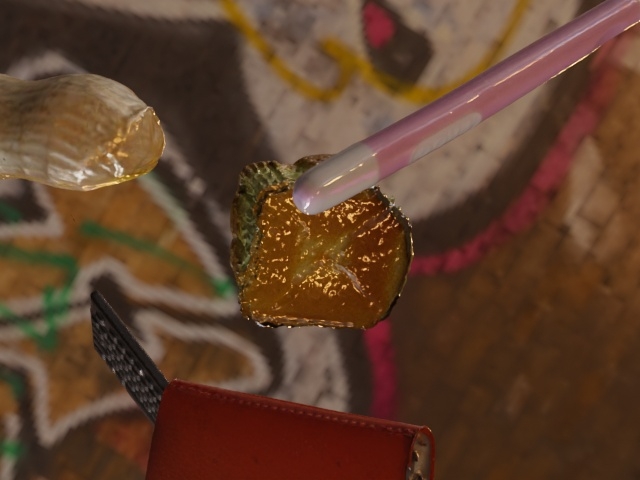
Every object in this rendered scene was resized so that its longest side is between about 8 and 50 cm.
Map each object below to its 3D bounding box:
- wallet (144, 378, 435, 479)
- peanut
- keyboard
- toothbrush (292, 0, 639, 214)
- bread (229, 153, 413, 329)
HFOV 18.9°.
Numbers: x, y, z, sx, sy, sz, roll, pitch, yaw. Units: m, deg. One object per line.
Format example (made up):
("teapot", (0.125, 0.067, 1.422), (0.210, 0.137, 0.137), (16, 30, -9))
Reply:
("wallet", (-0.021, 0.171, 1.204), (0.204, 0.045, 0.142), (7, -87, 36))
("peanut", (-0.207, -0.082, 1.409), (0.207, 0.087, 0.087), (6, -122, 31))
("keyboard", (-0.132, 0.119, 1.547), (0.041, 0.381, 0.103), (-25, 154, -19))
("toothbrush", (0.106, -0.081, 0.749), (0.286, 0.025, 0.020), (-31, 159, -23))
("bread", (0.000, 0.000, 1.444), (0.069, 0.140, 0.128), (-124, -143, -62))
